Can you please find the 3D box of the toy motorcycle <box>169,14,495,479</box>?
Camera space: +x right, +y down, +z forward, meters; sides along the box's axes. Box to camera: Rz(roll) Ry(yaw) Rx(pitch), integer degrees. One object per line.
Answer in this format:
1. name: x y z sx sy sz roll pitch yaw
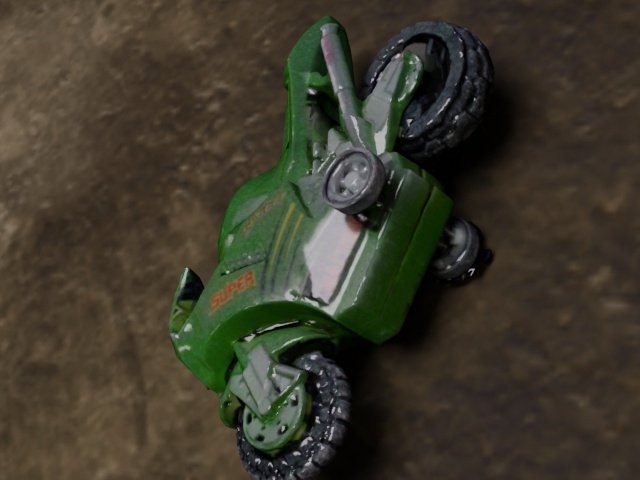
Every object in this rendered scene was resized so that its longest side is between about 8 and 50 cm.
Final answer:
1. toy motorcycle: 0.000 0.000 0.574 0.106 0.074 0.190 11 74 47
